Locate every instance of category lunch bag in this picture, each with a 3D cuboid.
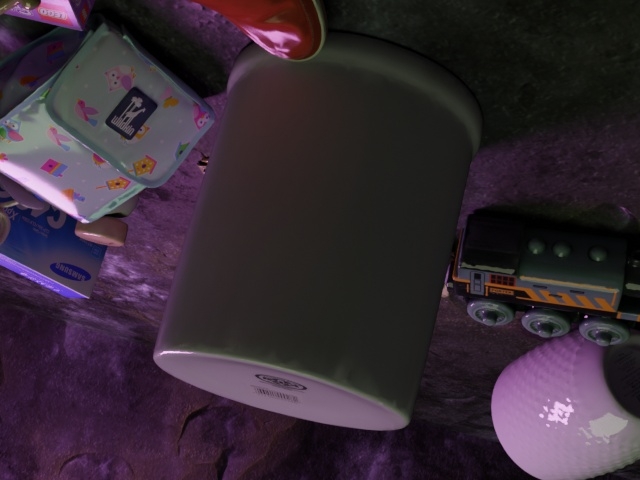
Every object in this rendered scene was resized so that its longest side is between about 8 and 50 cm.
[{"bbox_3d":[-0.301,-0.165,1.136,0.262,0.160,0.223,-24,139,26],"label":"lunch bag"}]

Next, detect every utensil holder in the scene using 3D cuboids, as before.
[{"bbox_3d":[0.000,0.000,1.032,0.328,0.385,0.327,13,159,5],"label":"utensil holder"}]

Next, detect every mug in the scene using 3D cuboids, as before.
[{"bbox_3d":[0.566,0.293,1.654,0.374,0.276,0.328,-11,160,-20],"label":"mug"}]

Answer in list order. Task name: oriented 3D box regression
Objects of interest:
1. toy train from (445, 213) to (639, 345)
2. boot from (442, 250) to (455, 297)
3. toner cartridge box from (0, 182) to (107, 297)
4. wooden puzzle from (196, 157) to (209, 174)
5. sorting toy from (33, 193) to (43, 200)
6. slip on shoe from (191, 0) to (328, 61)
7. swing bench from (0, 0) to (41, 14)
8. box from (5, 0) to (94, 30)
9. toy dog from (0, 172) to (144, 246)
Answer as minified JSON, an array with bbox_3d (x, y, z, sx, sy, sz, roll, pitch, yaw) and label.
[{"bbox_3d":[0.355,0.057,1.316,0.334,0.142,0.190,9,150,16],"label":"toy train"},{"bbox_3d":[0.124,0.028,1.440,0.204,0.095,0.262,10,161,15],"label":"boot"},{"bbox_3d":[-0.581,-0.023,1.705,0.075,0.165,0.348,0,156,35],"label":"toner cartridge box"},{"bbox_3d":[-0.162,-0.105,1.409,0.079,0.014,0.116,7,159,22],"label":"wooden puzzle"},{"bbox_3d":[-0.514,-0.159,1.471,0.196,0.047,0.347,2,157,21],"label":"sorting toy"},{"bbox_3d":[-0.108,-0.263,0.820,0.123,0.101,0.331,-1,156,34],"label":"slip on shoe"},{"bbox_3d":[-0.424,-0.280,0.745,0.253,0.254,0.165,-19,-179,25],"label":"swing bench"},{"bbox_3d":[-0.405,-0.330,0.910,0.294,0.057,0.201,13,161,4],"label":"box"},{"bbox_3d":[-0.405,-0.100,1.328,0.334,0.220,0.161,-3,173,-35],"label":"toy dog"}]
